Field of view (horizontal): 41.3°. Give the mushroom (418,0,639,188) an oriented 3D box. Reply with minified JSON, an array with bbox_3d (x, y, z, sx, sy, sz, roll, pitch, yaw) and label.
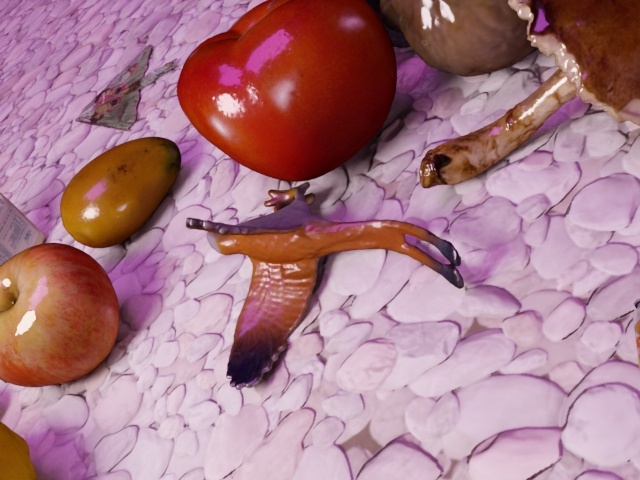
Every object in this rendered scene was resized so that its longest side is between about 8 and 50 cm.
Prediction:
[{"bbox_3d":[0.261,-0.195,0.961,0.233,0.208,0.301,-16,3,-44],"label":"mushroom"}]

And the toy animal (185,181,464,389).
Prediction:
[{"bbox_3d":[-0.005,-0.010,1.013,0.284,0.225,0.302,-14,28,1],"label":"toy animal"}]

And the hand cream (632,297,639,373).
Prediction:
[{"bbox_3d":[0.291,0.096,0.740,0.035,0.022,0.102,-14,48,22],"label":"hand cream"}]

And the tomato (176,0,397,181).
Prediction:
[{"bbox_3d":[-0.033,-0.203,1.134,0.298,0.226,0.299,-27,20,11],"label":"tomato"}]

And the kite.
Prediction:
[{"bbox_3d":[-0.401,-0.305,1.732,0.267,0.013,0.323,-23,40,21],"label":"kite"}]

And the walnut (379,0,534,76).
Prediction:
[{"bbox_3d":[0.188,-0.332,1.075,0.248,0.248,0.248,-22,40,20],"label":"walnut"}]

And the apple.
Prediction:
[{"bbox_3d":[-0.374,0.107,1.163,0.209,0.164,0.210,-20,52,28],"label":"apple"}]

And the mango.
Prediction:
[{"bbox_3d":[-0.317,-0.082,1.347,0.151,0.120,0.221,7,49,39],"label":"mango"}]

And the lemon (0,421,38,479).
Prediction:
[{"bbox_3d":[-0.440,0.302,0.961,0.233,0.233,0.288,-47,32,-11],"label":"lemon"}]

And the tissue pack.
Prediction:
[{"bbox_3d":[-0.557,0.026,1.406,0.092,0.148,0.196,-15,42,26],"label":"tissue pack"}]

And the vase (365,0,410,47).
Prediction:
[{"bbox_3d":[0.060,-0.443,1.321,0.245,0.245,0.291,-44,33,-8],"label":"vase"}]
